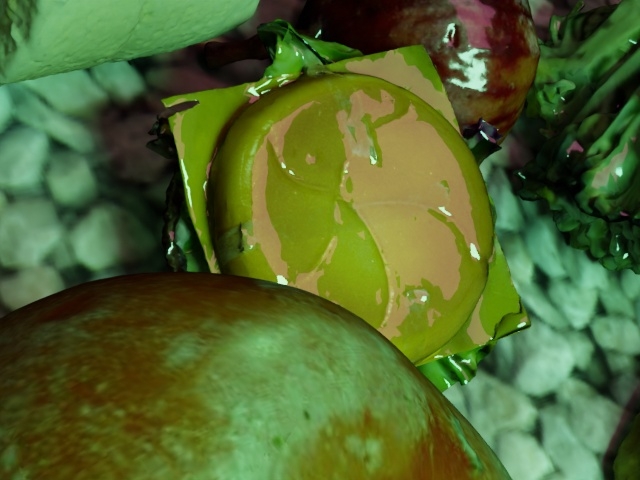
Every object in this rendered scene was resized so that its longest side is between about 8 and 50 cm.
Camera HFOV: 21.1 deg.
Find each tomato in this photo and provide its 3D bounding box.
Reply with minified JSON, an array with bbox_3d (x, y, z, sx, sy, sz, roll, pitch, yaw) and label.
[{"bbox_3d":[-0.054,0.147,0.574,0.270,0.223,0.270,28,56,-50],"label":"tomato"}]

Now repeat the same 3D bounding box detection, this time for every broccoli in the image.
[{"bbox_3d":[0.247,-0.072,0.940,0.180,0.242,0.273,49,50,-37],"label":"broccoli"}]

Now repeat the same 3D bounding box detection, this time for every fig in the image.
[{"bbox_3d":[0.037,-0.106,0.852,0.150,0.128,0.128,31,50,-3],"label":"fig"}]

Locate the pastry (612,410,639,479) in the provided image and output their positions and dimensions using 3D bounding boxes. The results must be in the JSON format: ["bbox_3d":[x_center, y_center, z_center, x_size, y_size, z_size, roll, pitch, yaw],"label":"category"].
[{"bbox_3d":[0.243,0.136,0.891,0.189,0.103,0.188,19,56,-31],"label":"pastry"}]

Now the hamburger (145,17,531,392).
[{"bbox_3d":[0.001,-0.004,0.768,0.164,0.093,0.189,-2,81,-27],"label":"hamburger"}]

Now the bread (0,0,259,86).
[{"bbox_3d":[-0.103,-0.149,0.744,0.141,0.134,0.148,-20,107,-43],"label":"bread"}]
